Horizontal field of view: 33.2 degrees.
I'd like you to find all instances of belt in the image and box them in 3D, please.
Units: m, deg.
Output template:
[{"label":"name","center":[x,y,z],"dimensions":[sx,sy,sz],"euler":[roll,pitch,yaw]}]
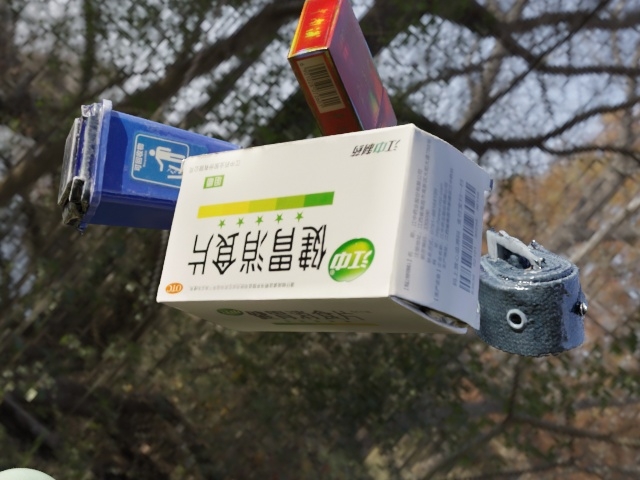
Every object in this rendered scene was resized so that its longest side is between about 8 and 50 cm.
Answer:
[{"label":"belt","center":[0.248,0.058,1.322],"dimensions":[0.218,0.122,0.128],"euler":[-130,-150,-77]}]

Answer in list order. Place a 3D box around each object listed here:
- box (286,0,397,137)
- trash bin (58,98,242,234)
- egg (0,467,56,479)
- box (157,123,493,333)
[{"label":"box","center":[0.049,-0.277,2.000],"dimensions":[0.197,0.089,0.313],"euler":[-78,151,-46]},{"label":"trash bin","center":[-0.242,-0.086,1.513],"dimensions":[0.235,0.162,0.184],"euler":[9,-17,-19]},{"label":"egg","center":[-0.484,0.477,1.782],"dimensions":[0.168,0.168,0.230],"euler":[37,-23,49]},{"label":"box","center":[0.002,-0.001,1.113],"dimensions":[0.333,0.173,0.145],"euler":[-3,-18,39]}]
